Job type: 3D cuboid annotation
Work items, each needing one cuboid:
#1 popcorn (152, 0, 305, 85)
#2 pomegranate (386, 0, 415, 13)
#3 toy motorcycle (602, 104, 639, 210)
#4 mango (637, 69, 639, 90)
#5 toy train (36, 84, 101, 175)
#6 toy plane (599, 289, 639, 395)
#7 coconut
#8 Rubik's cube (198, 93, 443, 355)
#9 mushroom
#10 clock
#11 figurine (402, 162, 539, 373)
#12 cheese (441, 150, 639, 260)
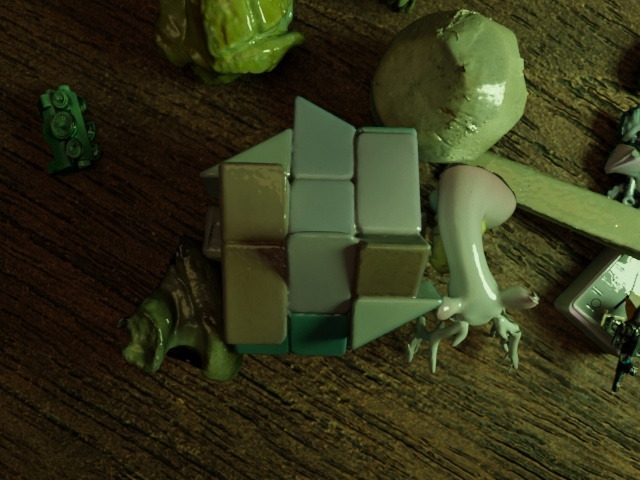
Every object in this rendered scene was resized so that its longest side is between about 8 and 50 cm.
[{"bbox_3d":[-0.172,-0.422,0.797,0.276,0.276,0.226,-29,124,5],"label":"popcorn"},{"bbox_3d":[0.227,-0.563,0.759,0.242,0.242,0.306,11,111,6],"label":"pomegranate"},{"bbox_3d":[0.614,-0.156,0.764,0.239,0.108,0.204,-19,88,5],"label":"toy motorcycle"},{"bbox_3d":[0.710,-0.315,0.755,0.267,0.111,0.133,-12,100,11],"label":"mango"},{"bbox_3d":[-0.531,-0.229,0.903,0.104,0.071,0.178,-16,90,16],"label":"toy train"},{"bbox_3d":[0.532,0.180,0.730,0.135,0.062,0.189,15,91,5],"label":"toy plane"},{"bbox_3d":[0.225,-0.255,0.742,0.244,0.247,0.245,14,112,38],"label":"coconut"},{"bbox_3d":[0.000,0.000,0.714,0.357,0.387,0.369,2,72,1],"label":"Rubik's cube"},{"bbox_3d":[-0.213,0.119,0.770,0.211,0.292,0.218,22,79,4],"label":"mushroom"},{"bbox_3d":[0.561,0.100,0.792,0.150,0.063,0.197,43,94,5],"label":"clock"},{"bbox_3d":[0.266,0.075,0.754,0.206,0.284,0.316,7,65,12],"label":"figurine"},{"bbox_3d":[0.423,-0.076,0.791,0.400,0.034,0.085,26,88,15],"label":"cheese"}]
